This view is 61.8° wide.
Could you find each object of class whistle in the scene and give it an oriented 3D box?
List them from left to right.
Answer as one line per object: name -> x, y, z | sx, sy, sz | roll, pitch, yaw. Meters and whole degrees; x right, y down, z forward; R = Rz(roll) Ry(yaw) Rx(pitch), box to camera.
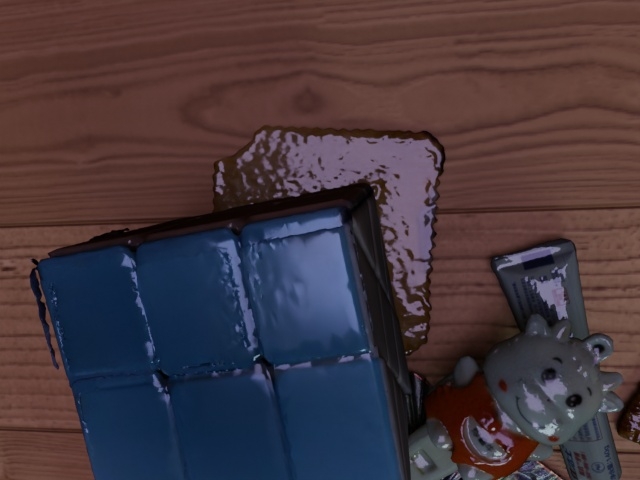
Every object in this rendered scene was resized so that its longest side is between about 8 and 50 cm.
whistle -> 0.156, 0.159, 0.492 | 0.253, 0.106, 0.101 | -45, 50, 30

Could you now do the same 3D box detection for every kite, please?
kite -> 0.168, 0.226, 0.561 | 0.241, 0.014, 0.183 | 31, 99, 3

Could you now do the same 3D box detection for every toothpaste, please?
toothpaste -> 0.238, 0.134, 0.518 | 0.069, 0.047, 0.268 | -14, 95, 45

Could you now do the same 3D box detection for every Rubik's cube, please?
Rubik's cube -> -0.051, 0.085, 0.454 | 0.225, 0.221, 0.231 | -10, 98, 10

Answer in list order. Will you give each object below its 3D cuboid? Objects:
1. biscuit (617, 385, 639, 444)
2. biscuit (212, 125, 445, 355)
biscuit -> 0.402, 0.168, 0.507 | 0.206, 0.025, 0.126 | 13, 100, 7
biscuit -> 0.000, 0.000, 0.552 | 0.237, 0.013, 0.232 | 4, 100, 8
